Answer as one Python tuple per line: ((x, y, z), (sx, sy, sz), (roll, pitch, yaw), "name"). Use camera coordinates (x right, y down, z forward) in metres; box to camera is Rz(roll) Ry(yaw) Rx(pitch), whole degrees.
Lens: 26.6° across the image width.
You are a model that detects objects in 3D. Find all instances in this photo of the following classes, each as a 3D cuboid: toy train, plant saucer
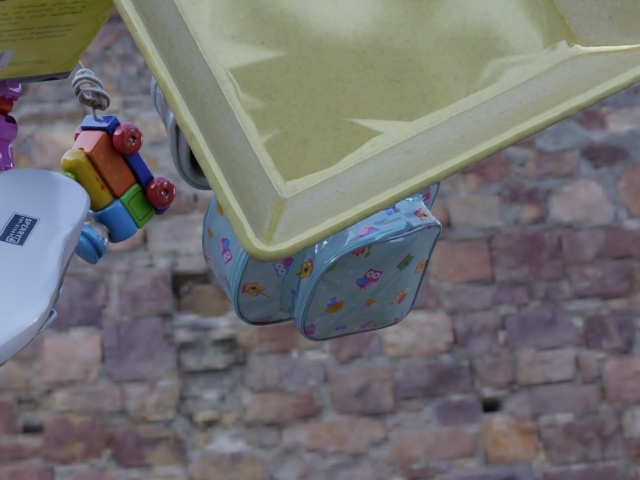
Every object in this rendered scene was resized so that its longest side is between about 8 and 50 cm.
((-0.301, -0.100, 1.704), (0.105, 0.143, 0.248), (5, -45, 44), "toy train")
((0.024, -0.188, 0.926), (0.333, 0.333, 0.081), (-26, -8, -11), "plant saucer")

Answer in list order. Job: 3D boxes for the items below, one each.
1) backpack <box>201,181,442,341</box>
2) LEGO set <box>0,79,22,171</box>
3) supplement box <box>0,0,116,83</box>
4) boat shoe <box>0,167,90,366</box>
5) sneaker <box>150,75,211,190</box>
((0.000, 0.000, 1.149), (0.188, 0.144, 0.166), (-7, -40, -22), "backpack")
((-0.358, -0.060, 1.118), (0.227, 0.093, 0.087), (-15, -9, 22), "LEGO set")
((-0.272, -0.278, 1.110), (0.195, 0.194, 0.356), (-11, -12, -29), "supplement box")
((-0.246, 0.045, 0.992), (0.108, 0.102, 0.301), (15, 24, -3), "boat shoe")
((-0.072, -0.185, 1.140), (0.108, 0.169, 0.292), (2, -55, -18), "sneaker")
